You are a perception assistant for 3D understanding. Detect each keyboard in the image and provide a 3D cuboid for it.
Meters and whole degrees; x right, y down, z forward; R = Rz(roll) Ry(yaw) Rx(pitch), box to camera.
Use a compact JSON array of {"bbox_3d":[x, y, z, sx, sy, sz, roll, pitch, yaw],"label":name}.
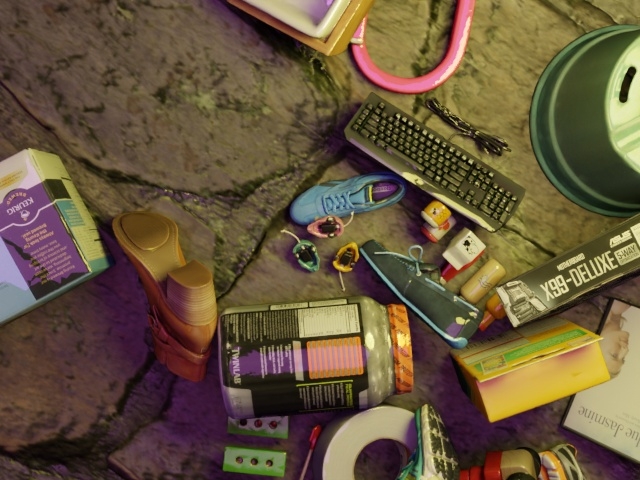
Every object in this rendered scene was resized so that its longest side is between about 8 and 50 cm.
[{"bbox_3d":[0.212,-0.158,1.840,0.317,0.033,0.201,33,54,2],"label":"keyboard"}]

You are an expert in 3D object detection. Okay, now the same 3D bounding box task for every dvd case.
[{"bbox_3d":[0.537,0.243,1.854,0.180,0.022,0.253,22,92,39],"label":"dvd case"}]

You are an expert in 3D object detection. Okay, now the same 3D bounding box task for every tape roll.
[{"bbox_3d":[0.099,0.390,1.856,0.219,0.072,0.219,0,91,-16],"label":"tape roll"}]

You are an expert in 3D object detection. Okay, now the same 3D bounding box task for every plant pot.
[{"bbox_3d":[0.541,-0.203,1.740,0.341,0.334,0.341,0,93,-1],"label":"plant pot"}]

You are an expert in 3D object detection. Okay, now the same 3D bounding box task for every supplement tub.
[{"bbox_3d":[-0.008,0.195,1.814,0.316,0.193,0.193,-4,92,-1],"label":"supplement tub"}]

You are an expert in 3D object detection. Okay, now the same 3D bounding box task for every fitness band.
[{"bbox_3d":[0.161,-0.400,1.867,0.209,0.054,0.291,11,93,-1],"label":"fitness band"}]

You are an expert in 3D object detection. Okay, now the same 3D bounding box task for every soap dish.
[{"bbox_3d":[0.011,-0.469,1.798,0.229,0.118,0.291,32,91,26],"label":"soap dish"}]

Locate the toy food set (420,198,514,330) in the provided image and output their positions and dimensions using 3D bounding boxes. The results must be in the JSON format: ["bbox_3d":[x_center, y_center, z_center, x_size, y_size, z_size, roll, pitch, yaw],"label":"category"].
[{"bbox_3d":[0.235,0.040,1.849,0.104,0.111,0.232,-45,104,2],"label":"toy food set"}]

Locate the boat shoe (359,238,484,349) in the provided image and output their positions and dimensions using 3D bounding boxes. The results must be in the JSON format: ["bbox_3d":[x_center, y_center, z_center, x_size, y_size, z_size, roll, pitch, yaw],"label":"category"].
[{"bbox_3d":[0.176,0.079,1.836,0.089,0.109,0.258,-45,66,-2],"label":"boat shoe"}]

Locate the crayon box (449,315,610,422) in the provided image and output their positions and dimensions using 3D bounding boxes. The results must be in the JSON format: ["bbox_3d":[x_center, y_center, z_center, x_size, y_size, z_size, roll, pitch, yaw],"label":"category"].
[{"bbox_3d":[0.337,0.207,1.754,0.203,0.323,0.083,-19,92,0],"label":"crayon box"}]

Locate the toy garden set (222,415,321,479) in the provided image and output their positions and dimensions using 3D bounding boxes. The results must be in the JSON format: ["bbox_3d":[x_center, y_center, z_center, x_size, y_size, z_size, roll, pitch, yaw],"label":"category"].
[{"bbox_3d":[-0.071,0.423,1.895,0.204,0.049,0.244,6,90,0],"label":"toy garden set"}]

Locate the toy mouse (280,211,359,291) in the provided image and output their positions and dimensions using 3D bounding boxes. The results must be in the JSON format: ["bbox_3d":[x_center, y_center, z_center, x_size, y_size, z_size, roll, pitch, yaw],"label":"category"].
[{"bbox_3d":[0.000,0.000,1.866,0.143,0.031,0.161,18,124,-5],"label":"toy mouse"}]

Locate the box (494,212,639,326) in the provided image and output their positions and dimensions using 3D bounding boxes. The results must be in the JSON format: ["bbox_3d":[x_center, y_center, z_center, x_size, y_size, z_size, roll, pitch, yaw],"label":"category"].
[{"bbox_3d":[0.467,0.035,1.731,0.307,0.242,0.076,-31,77,29],"label":"box"}]

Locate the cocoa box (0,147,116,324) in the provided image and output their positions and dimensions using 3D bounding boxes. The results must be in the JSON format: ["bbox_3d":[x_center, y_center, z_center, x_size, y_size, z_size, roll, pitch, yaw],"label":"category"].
[{"bbox_3d":[-0.555,0.029,1.781,0.347,0.231,0.228,-28,92,0],"label":"cocoa box"}]

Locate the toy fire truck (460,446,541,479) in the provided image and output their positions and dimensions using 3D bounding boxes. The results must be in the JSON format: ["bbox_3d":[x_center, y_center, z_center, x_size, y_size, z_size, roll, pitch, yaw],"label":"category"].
[{"bbox_3d":[0.260,0.482,1.828,0.246,0.158,0.217,-8,107,16],"label":"toy fire truck"}]

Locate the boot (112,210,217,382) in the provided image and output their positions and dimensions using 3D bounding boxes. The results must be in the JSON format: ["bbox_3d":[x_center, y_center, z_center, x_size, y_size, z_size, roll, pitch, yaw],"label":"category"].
[{"bbox_3d":[-0.267,0.092,1.848,0.109,0.283,0.220,-25,136,-35],"label":"boot"}]

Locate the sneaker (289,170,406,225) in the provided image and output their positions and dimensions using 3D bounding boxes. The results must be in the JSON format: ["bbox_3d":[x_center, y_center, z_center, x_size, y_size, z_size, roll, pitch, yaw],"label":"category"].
[{"bbox_3d":[0.047,-0.075,1.863,0.209,0.082,0.069,-14,94,1],"label":"sneaker"}]

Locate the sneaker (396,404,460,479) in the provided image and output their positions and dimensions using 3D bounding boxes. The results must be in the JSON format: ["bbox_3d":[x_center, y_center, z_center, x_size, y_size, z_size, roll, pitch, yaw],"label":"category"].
[{"bbox_3d":[0.159,0.394,1.751,0.110,0.107,0.275,-15,49,28],"label":"sneaker"}]

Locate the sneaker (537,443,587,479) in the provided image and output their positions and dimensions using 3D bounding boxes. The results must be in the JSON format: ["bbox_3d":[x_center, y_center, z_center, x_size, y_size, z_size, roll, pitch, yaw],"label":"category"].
[{"bbox_3d":[0.441,0.457,1.887,0.083,0.084,0.215,-26,104,-37],"label":"sneaker"}]
